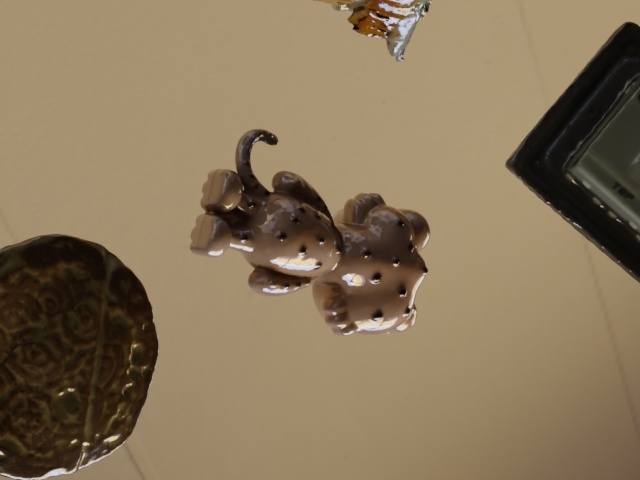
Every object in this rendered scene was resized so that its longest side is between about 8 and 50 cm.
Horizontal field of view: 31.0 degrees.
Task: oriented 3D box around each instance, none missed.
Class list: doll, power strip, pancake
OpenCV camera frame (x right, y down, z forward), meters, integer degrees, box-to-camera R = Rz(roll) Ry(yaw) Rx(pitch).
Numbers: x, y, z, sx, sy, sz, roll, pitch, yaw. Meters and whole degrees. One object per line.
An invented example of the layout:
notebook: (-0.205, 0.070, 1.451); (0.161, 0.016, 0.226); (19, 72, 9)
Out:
doll: (-0.001, 0.002, 1.155); (0.278, 0.119, 0.154); (29, -105, -34)
power strip: (0.403, -0.107, 1.432); (0.257, 0.092, 0.251); (40, -90, -4)
pancake: (-0.276, 0.118, 1.143); (0.250, 0.031, 0.250); (-6, -78, -29)

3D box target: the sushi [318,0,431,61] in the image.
sushi: (0.018, -0.279, 0.880); (0.139, 0.184, 0.274); (-2, -87, -23)
